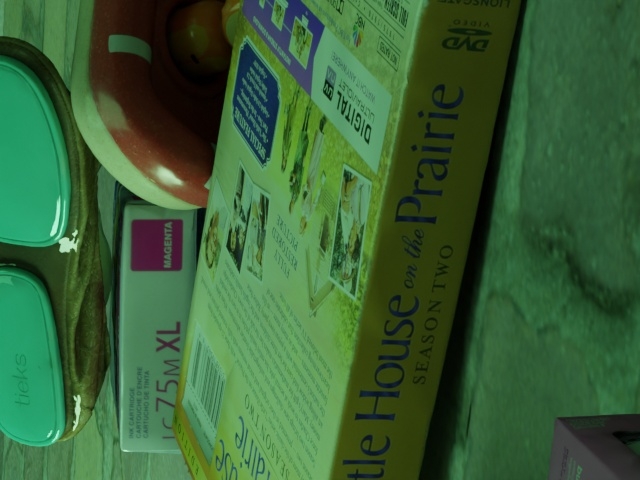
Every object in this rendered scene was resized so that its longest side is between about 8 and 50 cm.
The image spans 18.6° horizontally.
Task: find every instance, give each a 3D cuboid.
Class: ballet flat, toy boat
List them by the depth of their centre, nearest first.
[{"bbox_3d":[-0.073,-0.137,1.330,0.151,0.151,0.231,-13,64,37],"label":"toy boat"},{"bbox_3d":[-0.198,-0.011,1.426,0.124,0.116,0.342,-52,-34,-52],"label":"ballet flat"}]

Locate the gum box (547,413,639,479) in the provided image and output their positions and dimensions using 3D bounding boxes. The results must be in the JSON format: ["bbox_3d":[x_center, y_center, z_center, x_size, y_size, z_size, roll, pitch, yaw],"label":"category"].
[{"bbox_3d":[0.130,0.165,0.764,0.107,0.062,0.188,-134,46,-66],"label":"gum box"}]

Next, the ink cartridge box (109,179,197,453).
[{"bbox_3d":[-0.136,0.048,1.554,0.311,0.065,0.185,-132,43,-82],"label":"ink cartridge box"}]

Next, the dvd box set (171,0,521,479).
[{"bbox_3d":[0.000,0.000,1.149,0.307,0.062,0.420,-126,42,-62],"label":"dvd box set"}]

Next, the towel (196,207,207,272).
[{"bbox_3d":[-0.059,0.115,1.432,0.209,0.034,0.285,-164,74,-71],"label":"towel"}]
